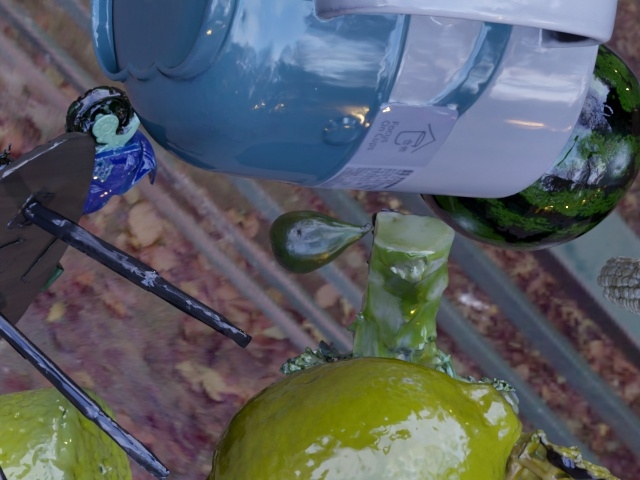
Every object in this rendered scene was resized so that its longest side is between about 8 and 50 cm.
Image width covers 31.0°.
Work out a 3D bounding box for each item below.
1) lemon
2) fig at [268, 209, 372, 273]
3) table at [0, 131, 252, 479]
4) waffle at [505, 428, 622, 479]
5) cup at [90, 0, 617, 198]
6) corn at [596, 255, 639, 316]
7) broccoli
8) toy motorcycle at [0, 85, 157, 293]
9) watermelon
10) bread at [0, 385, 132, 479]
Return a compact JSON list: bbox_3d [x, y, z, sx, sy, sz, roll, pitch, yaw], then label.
[{"bbox_3d":[0.027,0.171,0.804,0.249,0.184,0.184,-20,91,6],"label":"lemon"},{"bbox_3d":[0.000,0.000,1.964,0.178,0.117,0.117,-3,84,18],"label":"fig"},{"bbox_3d":[-0.229,0.097,1.052,0.249,0.317,0.317,42,71,12],"label":"table"},{"bbox_3d":[0.329,0.387,1.459,0.060,0.312,0.307,-26,108,-50],"label":"waffle"},{"bbox_3d":[0.032,-0.135,0.661,0.258,0.290,0.219,1,96,-29],"label":"cup"},{"bbox_3d":[0.421,0.067,1.404,0.087,0.211,0.087,-2,99,-14],"label":"corn"},{"bbox_3d":[0.105,0.129,1.251,0.252,0.361,0.221,41,52,11],"label":"broccoli"},{"bbox_3d":[-0.354,-0.073,1.627,0.331,0.196,0.125,-47,57,12],"label":"toy motorcycle"},{"bbox_3d":[0.223,-0.114,1.255,0.269,0.269,0.268,2,84,-19],"label":"watermelon"},{"bbox_3d":[-0.443,0.374,1.672,0.308,0.348,0.348,-15,89,3],"label":"bread"}]
